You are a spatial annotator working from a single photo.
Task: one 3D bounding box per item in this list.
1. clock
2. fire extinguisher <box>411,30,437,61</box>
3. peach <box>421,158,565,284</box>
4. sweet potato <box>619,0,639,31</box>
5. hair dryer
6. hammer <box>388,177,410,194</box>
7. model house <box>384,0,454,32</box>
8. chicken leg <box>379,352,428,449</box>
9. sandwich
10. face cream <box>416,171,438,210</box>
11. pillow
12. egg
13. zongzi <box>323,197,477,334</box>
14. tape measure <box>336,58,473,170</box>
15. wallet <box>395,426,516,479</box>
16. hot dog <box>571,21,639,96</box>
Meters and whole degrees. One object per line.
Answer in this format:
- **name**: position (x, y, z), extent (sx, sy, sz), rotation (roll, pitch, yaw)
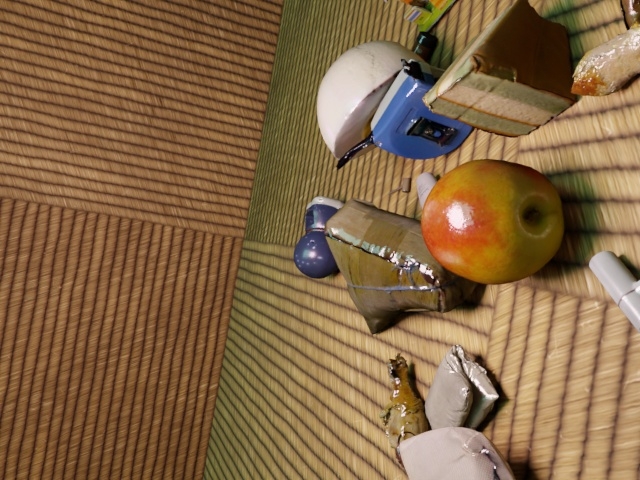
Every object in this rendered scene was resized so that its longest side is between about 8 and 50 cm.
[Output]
- **clock**: position (0.000, 0.000, 1.817), extent (0.199, 0.146, 0.244), rotation (-28, 47, 58)
- **fire extinguisher**: position (0.243, -0.450, 1.529), extent (0.062, 0.050, 0.177), rotation (41, 130, 20)
- **peach**: position (0.287, -0.033, 0.994), extent (0.231, 0.230, 0.231), rotation (-170, 90, -69)
- **sweet potato**: position (0.473, -0.421, 0.923), extent (0.081, 0.062, 0.233), rotation (104, 161, -54)
- **hair dryer**: position (0.463, 0.026, 0.784), extent (0.183, 0.044, 0.155), rotation (-60, 30, 31)
- **hammer**: position (0.201, -0.134, 1.530), extent (0.110, 0.019, 0.036), rotation (159, 119, -68)
- **model house**: position (0.210, -0.701, 1.367), extent (0.357, 0.312, 0.243), rotation (150, 125, -61)
- **chicken leg**: position (0.176, 0.362, 1.284), extent (0.103, 0.088, 0.228), rotation (105, 159, -49)
- **sandwich**: position (0.310, -0.321, 1.053), extent (0.155, 0.227, 0.199), rotation (144, 132, -60)
- **face cream**: position (0.257, -0.077, 1.317), extent (0.072, 0.051, 0.182), rotation (120, 150, -41)
- **pillow**: position (0.257, 0.305, 1.119), extent (0.134, 0.077, 0.182), rotation (-112, 30, -51)
- **egg**: position (0.104, -0.358, 1.422), extent (0.201, 0.337, 0.337), rotation (51, 138, 17)
- **zongzi**: position (0.196, 0.123, 1.302), extent (0.356, 0.174, 0.393), rotation (23, 138, 47)
- **tape measure**: position (0.193, -0.233, 1.320), extent (0.351, 0.215, 0.098), rotation (127, 146, -49)
- **wallet**: position (0.255, 0.465, 1.000), extent (0.275, 0.068, 0.336), rotation (-54, 52, 52)
- **hot dog**: position (0.457, -0.275, 0.885), extent (0.168, 0.078, 0.061), rotation (-24, 27, 52)
